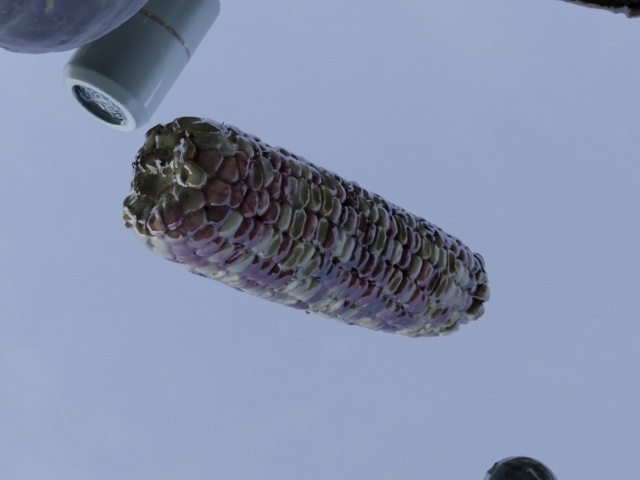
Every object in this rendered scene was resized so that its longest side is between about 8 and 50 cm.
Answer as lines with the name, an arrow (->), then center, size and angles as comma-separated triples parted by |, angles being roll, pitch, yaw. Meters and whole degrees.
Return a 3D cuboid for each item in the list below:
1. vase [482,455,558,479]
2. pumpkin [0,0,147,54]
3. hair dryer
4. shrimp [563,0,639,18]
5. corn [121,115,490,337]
vase -> 0.066, 0.154, 0.639 | 0.060, 0.211, 0.060 | 5, -126, -7
pumpkin -> -0.221, -0.281, 1.154 | 0.232, 0.242, 0.325 | 33, -151, 3
hair dryer -> -0.291, -0.281, 1.518 | 0.357, 0.107, 0.173 | 36, -112, -13
shrimp -> 0.149, -0.213, 0.862 | 0.253, 0.058, 0.173 | -14, -83, -25
corn -> 0.000, 0.000, 0.957 | 0.098, 0.290, 0.098 | -22, -122, 41
